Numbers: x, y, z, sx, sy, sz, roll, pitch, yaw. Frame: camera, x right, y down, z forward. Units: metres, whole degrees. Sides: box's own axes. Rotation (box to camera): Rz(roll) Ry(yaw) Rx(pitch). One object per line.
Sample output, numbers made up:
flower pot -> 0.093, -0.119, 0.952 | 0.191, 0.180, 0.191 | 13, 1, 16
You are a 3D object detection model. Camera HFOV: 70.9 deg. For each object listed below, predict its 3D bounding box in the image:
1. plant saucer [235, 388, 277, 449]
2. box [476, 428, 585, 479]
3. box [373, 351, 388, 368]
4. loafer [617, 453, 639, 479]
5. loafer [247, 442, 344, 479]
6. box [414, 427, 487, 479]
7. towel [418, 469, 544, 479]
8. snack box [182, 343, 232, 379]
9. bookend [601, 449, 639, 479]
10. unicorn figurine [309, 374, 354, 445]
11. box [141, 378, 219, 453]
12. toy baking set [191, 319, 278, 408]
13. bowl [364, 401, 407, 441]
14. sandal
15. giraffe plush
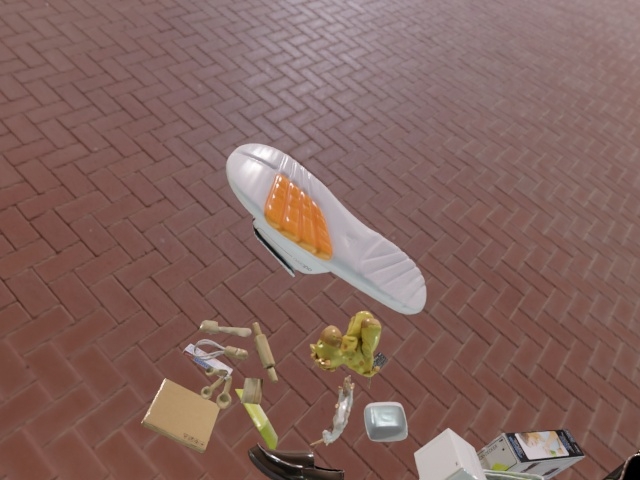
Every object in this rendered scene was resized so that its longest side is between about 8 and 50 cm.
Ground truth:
plant saucer -> -0.211, 0.611, 1.547 | 0.045, 0.188, 0.188 | -30, 44, -18
box -> 0.604, 0.637, 1.319 | 0.289, 0.169, 0.087 | 11, 38, -28
box -> 0.246, 0.511, 1.897 | 0.067, 0.083, 0.018 | -45, 50, -4
loafer -> 0.332, 0.271, 0.441 | 0.130, 0.366, 0.134 | 22, 33, 7
loafer -> -0.047, 0.470, 0.940 | 0.220, 0.080, 0.078 | 27, 72, -5
box -> 0.258, 0.458, 0.894 | 0.087, 0.101, 0.102 | 41, 17, -16
towel -> 0.426, 0.752, 1.148 | 0.320, 0.375, 0.090 | -5, 14, 21
snack box -> -0.393, 0.423, 1.570 | 0.178, 0.022, 0.064 | 32, 5, 0
bookend -> 0.769, 0.595, 1.075 | 0.156, 0.157, 0.072 | 33, 16, -27
unicorn figurine -> 0.046, 0.411, 1.068 | 0.060, 0.111, 0.162 | 25, 43, 22
box -> -0.415, 0.527, 1.363 | 0.201, 0.021, 0.164 | 31, 28, -12
toy baking set -> -0.218, 0.291, 1.114 | 0.196, 0.030, 0.256 | -20, 59, -1
bowl -> 0.228, 0.622, 1.562 | 0.142, 0.142, 0.053 | -8, 11, 13
sandal -> -0.003, 0.007, 0.491 | 0.265, 0.076, 0.102 | 39, 42, -9
giraffe plush -> 0.061, 0.301, 1.265 | 0.170, 0.181, 0.210 | 7, 68, -13
